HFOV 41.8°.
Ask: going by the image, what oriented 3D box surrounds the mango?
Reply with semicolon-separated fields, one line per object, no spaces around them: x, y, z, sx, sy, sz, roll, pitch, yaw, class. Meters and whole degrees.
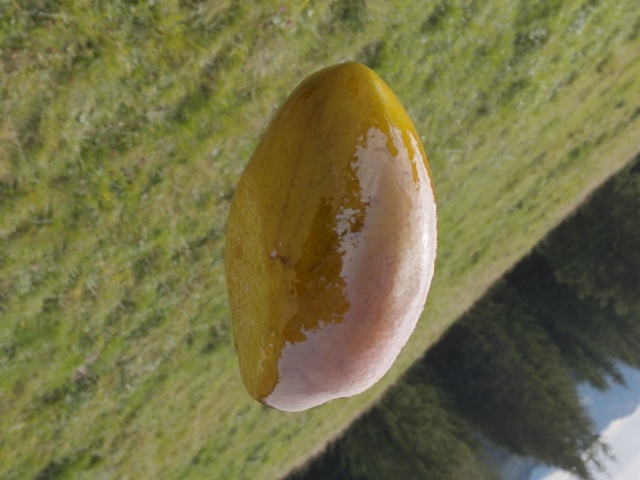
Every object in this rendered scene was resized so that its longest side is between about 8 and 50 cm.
0.006;-0.001;0.507;0.102;0.141;0.217;-5;115;-29;mango
